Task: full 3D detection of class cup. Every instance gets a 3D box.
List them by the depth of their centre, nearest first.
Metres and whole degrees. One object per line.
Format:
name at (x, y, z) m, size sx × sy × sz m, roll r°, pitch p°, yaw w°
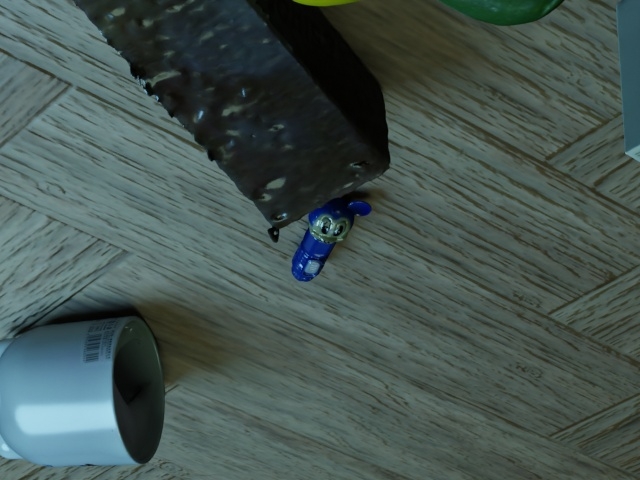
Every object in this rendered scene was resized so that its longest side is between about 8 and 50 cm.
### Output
cup at (-0.225, 0.132, 1.718) m, size 0.142 × 0.173 × 0.134 m, roll -5°, pitch 115°, yaw 15°

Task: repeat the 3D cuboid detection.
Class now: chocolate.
chocolate at (-0.057, -0.135, 1.303) m, size 0.112 × 0.112 × 0.321 m, roll -21°, pitch 140°, yaw 17°

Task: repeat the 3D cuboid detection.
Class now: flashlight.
flashlight at (0.000, 0.000, 1.554) m, size 0.057 × 0.035 × 0.121 m, roll 10°, pitch 146°, yaw -12°

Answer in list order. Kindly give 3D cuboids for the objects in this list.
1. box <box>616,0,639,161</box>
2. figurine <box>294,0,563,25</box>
box at (0.265, -0.127, 1.252) m, size 0.051 × 0.129 × 0.130 m, roll 27°, pitch 140°, yaw -34°
figurine at (0.056, -0.215, 1.139) m, size 0.234 × 0.127 × 0.185 m, roll 16°, pitch 144°, yaw -16°
